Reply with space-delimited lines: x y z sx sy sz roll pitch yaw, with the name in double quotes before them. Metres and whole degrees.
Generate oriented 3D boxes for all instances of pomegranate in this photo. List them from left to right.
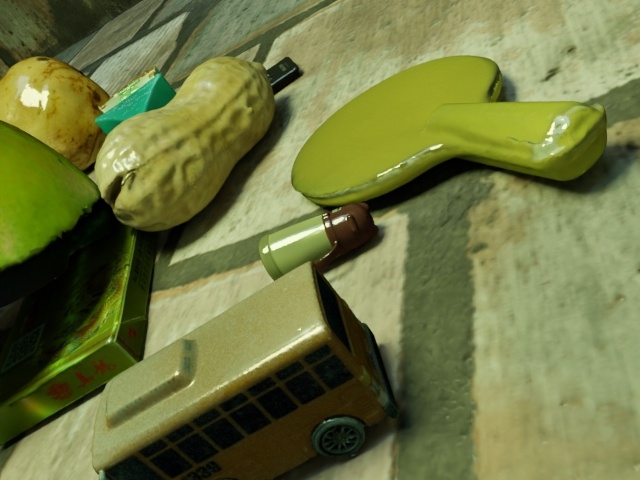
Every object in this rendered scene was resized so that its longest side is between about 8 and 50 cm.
"pomegranate" -0.481 -0.214 1.206 0.215 0.215 0.215 -26 32 18

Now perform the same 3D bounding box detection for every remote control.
"remote control" -0.137 -0.192 0.995 0.245 0.025 0.063 -34 31 3

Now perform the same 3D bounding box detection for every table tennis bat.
"table tennis bat" 0.102 -0.101 0.610 0.224 0.054 0.369 -44 27 -14

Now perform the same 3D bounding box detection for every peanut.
"peanut" -0.153 -0.128 0.822 0.149 0.149 0.313 -7 39 40

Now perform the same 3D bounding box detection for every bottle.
"bottle" 0.000 0.002 0.575 0.101 0.047 0.063 -23 60 13

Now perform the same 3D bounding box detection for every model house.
"model house" -0.278 -0.196 1.072 0.127 0.100 0.149 -36 32 1

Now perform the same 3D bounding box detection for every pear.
"pear" -0.430 -0.034 0.702 0.399 0.165 0.399 -11 19 4

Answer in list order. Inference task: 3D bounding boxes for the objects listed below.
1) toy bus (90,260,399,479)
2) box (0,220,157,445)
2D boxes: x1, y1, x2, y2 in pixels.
"toy bus" -0.055 0.103 0.429 0.182 0.103 0.091 -31 30 10
"box" -0.270 0.068 0.754 0.173 0.043 0.311 -31 30 9
